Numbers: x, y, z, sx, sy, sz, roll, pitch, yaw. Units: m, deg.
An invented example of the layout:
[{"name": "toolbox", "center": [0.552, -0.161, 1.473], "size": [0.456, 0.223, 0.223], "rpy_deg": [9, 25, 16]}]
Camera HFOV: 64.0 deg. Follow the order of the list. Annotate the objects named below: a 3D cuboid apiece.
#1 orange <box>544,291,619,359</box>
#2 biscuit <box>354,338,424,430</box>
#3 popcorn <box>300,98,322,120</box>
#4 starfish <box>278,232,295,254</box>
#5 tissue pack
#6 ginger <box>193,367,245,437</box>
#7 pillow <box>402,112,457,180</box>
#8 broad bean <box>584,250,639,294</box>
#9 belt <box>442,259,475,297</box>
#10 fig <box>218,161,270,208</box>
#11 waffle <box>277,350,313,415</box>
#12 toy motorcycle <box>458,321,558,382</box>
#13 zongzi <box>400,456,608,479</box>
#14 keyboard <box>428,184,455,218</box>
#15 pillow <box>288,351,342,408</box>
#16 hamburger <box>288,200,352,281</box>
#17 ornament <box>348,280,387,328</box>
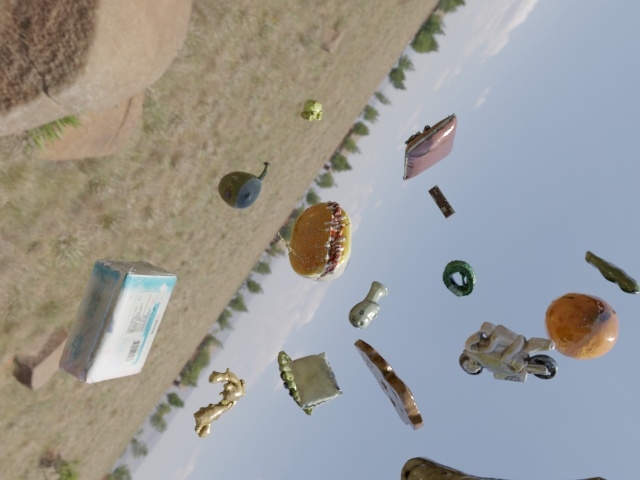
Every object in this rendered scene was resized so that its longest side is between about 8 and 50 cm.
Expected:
[{"name": "orange", "center": [0.926, 0.298, 1.821], "size": [0.246, 0.246, 0.246], "rpy_deg": [-55, -177, 5]}, {"name": "biscuit", "center": [0.193, 0.393, 1.446], "size": [0.043, 0.301, 0.278], "rpy_deg": [-32, 152, -10]}, {"name": "popcorn", "center": [-0.030, -0.396, 1.572], "size": [0.060, 0.068, 0.083], "rpy_deg": [-7, -137, 44]}, {"name": "starfish", "center": [-0.110, 0.013, 1.650], "size": [0.016, 0.086, 0.092], "rpy_deg": [-39, -150, -2]}, {"name": "tissue pack", "center": [-0.475, 0.184, 1.215], "size": [0.201, 0.124, 0.270], "rpy_deg": [16, 95, -68]}, {"name": "ginger", "center": [-0.306, 0.494, 1.566], "size": [0.053, 0.177, 0.193], "rpy_deg": [10, -75, 61]}, {"name": "pillow", "center": [0.286, -0.247, 1.370], "size": [0.171, 0.075, 0.179], "rpy_deg": [-35, 160, -4]}, {"name": "broad bean", "center": [1.018, 0.103, 1.798], "size": [0.318, 0.098, 0.055], "rpy_deg": [-84, -171, -67]}, {"name": "belt", "center": [0.563, 0.151, 2.070], "size": [0.121, 0.151, 0.079], "rpy_deg": [-24, -170, 29]}, {"name": "fig", "center": [-0.282, -0.220, 2.034], "size": [0.259, 0.151, 0.151], "rpy_deg": [-36, 168, -47]}, {"name": "waffle", "center": [-0.089, 0.494, 1.792], "size": [0.054, 0.214, 0.208], "rpy_deg": [-31, -167, 4]}, {"name": "toy motorcycle", "center": [0.626, 0.378, 1.754], "size": [0.341, 0.222, 0.108], "rpy_deg": [-4, -159, 37]}, {"name": "zongzi", "center": [0.308, 0.447, 0.905], "size": [0.288, 0.134, 0.286], "rpy_deg": [-43, -144, -7]}, {"name": "keyboard", "center": [0.550, -0.178, 2.323], "size": [0.055, 0.165, 0.017], "rpy_deg": [-35, 153, 16]}, {"name": "pillow", "center": [-0.020, 0.422, 1.564], "size": [0.128, 0.050, 0.229], "rpy_deg": [-19, -156, -6]}, {"name": "hamburger", "center": [0.000, 0.000, 1.776], "size": [0.151, 0.227, 0.295], "rpy_deg": [50, 36, -55]}, {"name": "ornament", "center": [0.150, 0.209, 1.609], "size": [0.156, 0.081, 0.074], "rpy_deg": [-51, 152, -30]}]
